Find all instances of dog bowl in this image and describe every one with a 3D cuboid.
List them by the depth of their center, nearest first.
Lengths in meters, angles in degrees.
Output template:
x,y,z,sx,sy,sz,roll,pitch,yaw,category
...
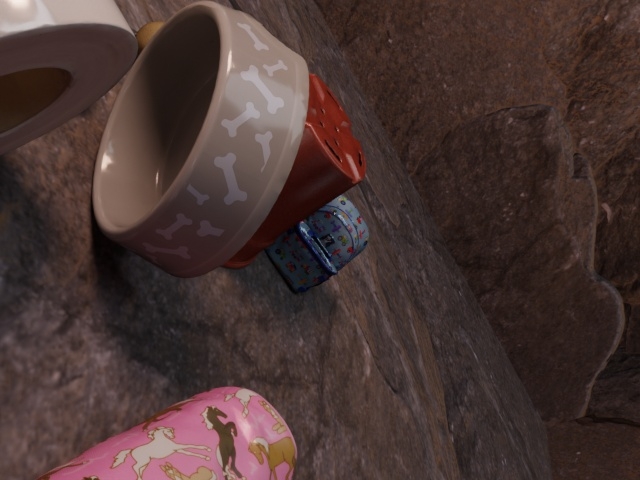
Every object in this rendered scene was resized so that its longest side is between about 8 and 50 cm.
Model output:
x,y,z,sx,sy,sz,roll,pitch,yaw,category
-0.168,-0.133,0.709,0.102,0.348,0.349,23,44,-40,dog bowl

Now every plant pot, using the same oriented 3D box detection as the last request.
x,y,z,sx,sy,sz,roll,pitch,yaw,category
-0.085,-0.128,0.946,0.272,0.265,0.273,46,29,-35,plant pot

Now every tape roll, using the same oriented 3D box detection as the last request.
x,y,z,sx,sy,sz,roll,pitch,yaw,category
-0.306,-0.150,0.485,0.100,0.286,0.286,60,23,-7,tape roll

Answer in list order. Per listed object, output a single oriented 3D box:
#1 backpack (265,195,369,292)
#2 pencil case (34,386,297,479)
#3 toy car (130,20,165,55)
x,y,z,sx,sy,sz,roll,pitch,yaw,category
0.000,0.000,1.106,0.158,0.173,0.117,59,24,-13,backpack
-0.162,0.260,0.516,0.386,0.160,0.167,-16,88,-67,pencil case
-0.273,-0.308,0.971,0.188,0.149,0.155,35,18,8,toy car
